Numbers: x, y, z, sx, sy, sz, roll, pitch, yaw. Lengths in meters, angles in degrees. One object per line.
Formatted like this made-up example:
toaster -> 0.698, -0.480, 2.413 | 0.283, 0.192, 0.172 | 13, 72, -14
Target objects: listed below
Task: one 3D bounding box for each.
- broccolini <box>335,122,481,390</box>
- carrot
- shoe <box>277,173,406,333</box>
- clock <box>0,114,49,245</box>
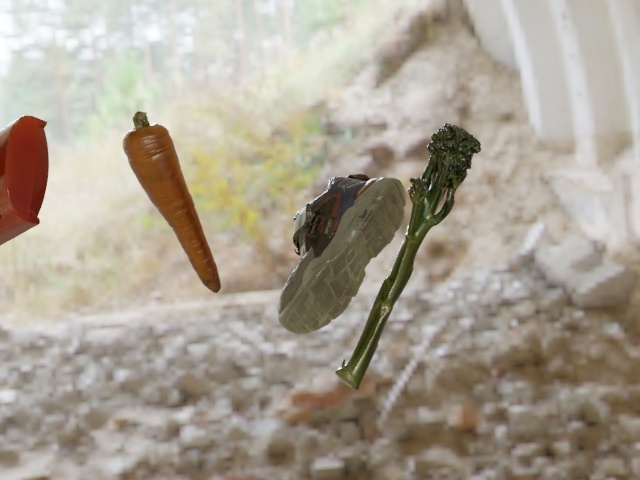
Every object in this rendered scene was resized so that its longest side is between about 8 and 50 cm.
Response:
broccolini -> 0.111, 0.018, 2.110 | 0.074, 0.392, 0.079 | 27, -6, -22
carrot -> -0.179, -0.039, 1.877 | 0.061, 0.256, 0.061 | -18, 21, 7
shoe -> 0.000, 0.000, 1.855 | 0.125, 0.227, 0.099 | 31, -15, 29
clock -> -0.332, -0.054, 1.534 | 0.061, 0.113, 0.155 | 17, -26, -37
